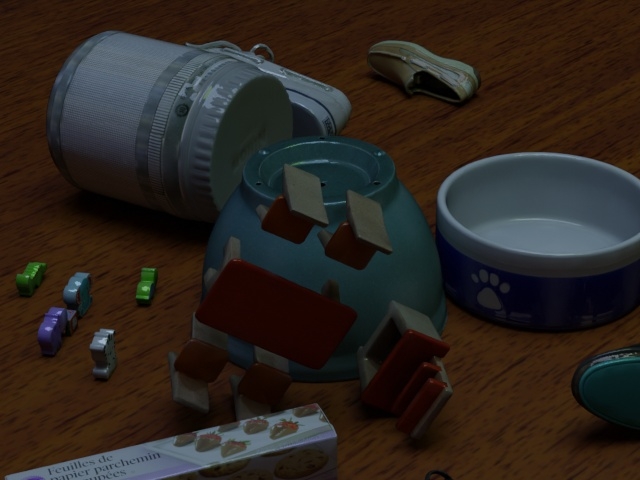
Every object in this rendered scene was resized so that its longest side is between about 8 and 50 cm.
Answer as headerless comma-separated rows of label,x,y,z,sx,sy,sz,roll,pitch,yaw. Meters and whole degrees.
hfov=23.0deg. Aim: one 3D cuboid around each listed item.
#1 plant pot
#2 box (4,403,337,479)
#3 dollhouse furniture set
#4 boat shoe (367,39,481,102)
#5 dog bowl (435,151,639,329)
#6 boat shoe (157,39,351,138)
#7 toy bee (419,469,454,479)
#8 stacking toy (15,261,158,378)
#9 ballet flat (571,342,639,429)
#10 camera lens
plant pot,0.000,0.000,1.816,0.293,0.196,0.293,-2,29,1
box,-0.141,0.234,1.543,0.324,0.067,0.063,-11,31,-17
dollhouse furniture set,0.001,0.096,1.616,0.259,0.262,0.135,23,25,-21
boat shoe,0.145,-0.252,2.388,0.190,0.068,0.072,17,46,29
dog bowl,0.270,-0.004,1.895,0.265,0.104,0.265,0,30,0
boat shoe,-0.120,-0.227,2.283,0.367,0.135,0.156,16,34,23
toy bee,0.191,0.292,1.372,0.298,0.162,0.195,22,20,-8
stacking toy,-0.297,0.080,1.835,0.167,0.052,0.221,5,30,11
ballet flat,0.392,0.152,1.647,0.280,0.095,0.096,7,19,-5
camera lens,-0.202,-0.149,2.060,0.274,0.219,0.219,15,34,27
